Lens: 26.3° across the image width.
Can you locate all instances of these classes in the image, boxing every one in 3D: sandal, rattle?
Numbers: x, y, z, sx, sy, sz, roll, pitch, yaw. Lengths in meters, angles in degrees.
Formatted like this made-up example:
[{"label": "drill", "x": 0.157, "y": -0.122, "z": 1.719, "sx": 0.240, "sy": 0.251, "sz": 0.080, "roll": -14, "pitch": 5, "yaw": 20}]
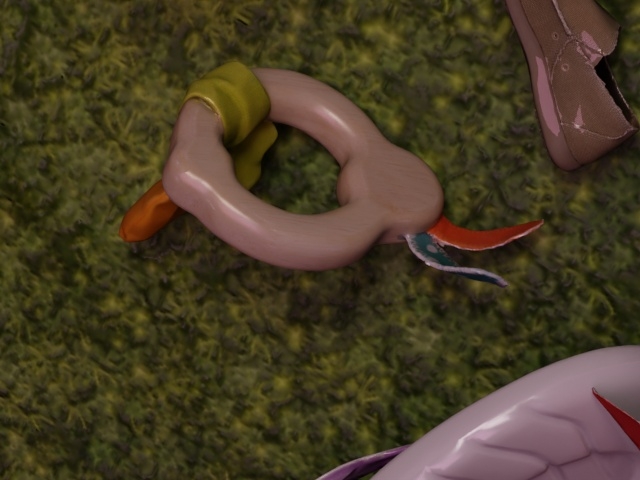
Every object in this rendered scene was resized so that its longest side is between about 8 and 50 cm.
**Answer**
[{"label": "sandal", "x": 0.024, "y": 0.179, "z": 0.760, "sx": 0.416, "sy": 0.169, "sz": 0.102, "roll": -44, "pitch": 45, "yaw": 16}, {"label": "rattle", "x": 0.000, "y": 0.000, "z": 0.754, "sx": 0.200, "sy": 0.130, "sz": 0.142, "roll": 20, "pitch": 122, "yaw": -14}]

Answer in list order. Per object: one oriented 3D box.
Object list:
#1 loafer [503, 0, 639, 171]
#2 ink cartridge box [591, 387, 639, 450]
[{"label": "loafer", "x": 0.126, "y": -0.110, "z": 0.695, "sx": 0.050, "sy": 0.056, "sz": 0.148, "roll": -12, "pitch": 108, "yaw": 20}, {"label": "ink cartridge box", "x": 0.211, "y": 0.184, "z": 0.622, "sx": 0.056, "sy": 0.181, "sz": 0.224, "roll": -46, "pitch": 116, "yaw": -5}]
